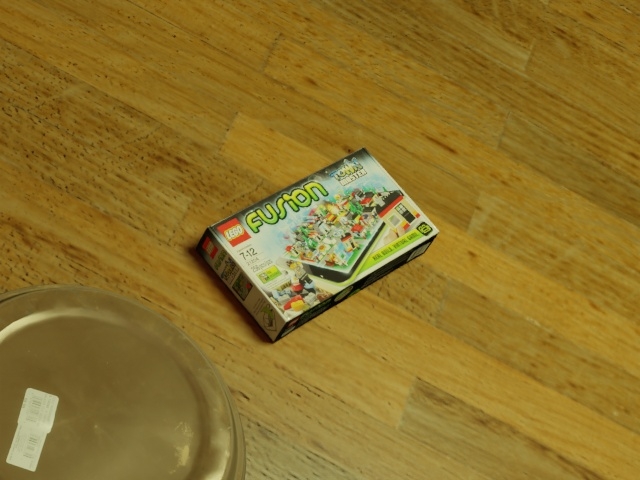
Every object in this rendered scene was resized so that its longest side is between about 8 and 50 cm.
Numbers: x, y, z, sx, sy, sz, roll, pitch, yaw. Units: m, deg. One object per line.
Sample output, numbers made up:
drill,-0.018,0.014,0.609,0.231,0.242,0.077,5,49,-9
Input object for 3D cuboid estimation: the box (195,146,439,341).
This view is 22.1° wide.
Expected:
box,0.000,0.000,1.489,0.207,0.036,0.114,-30,72,-39

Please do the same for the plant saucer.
plant saucer,-0.184,0.146,1.286,0.278,0.041,0.278,13,52,-17
